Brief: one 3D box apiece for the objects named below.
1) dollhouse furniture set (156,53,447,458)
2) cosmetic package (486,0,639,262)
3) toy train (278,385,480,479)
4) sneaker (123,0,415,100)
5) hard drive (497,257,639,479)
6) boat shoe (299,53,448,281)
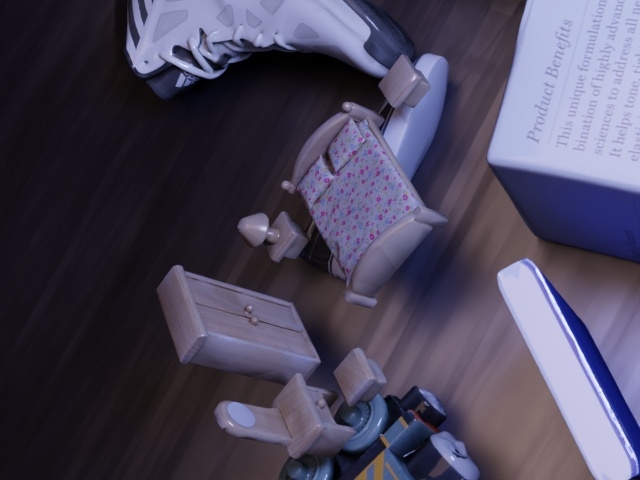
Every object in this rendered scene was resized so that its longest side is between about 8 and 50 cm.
[{"bbox_3d":[0.000,0.000,1.161,0.355,0.174,0.303,-52,41,24],"label":"dollhouse furniture set"},{"bbox_3d":[0.420,-0.147,1.096,0.393,0.327,0.329,14,82,23],"label":"cosmetic package"},{"bbox_3d":[0.031,0.316,1.208,0.334,0.142,0.190,-45,36,4],"label":"toy train"},{"bbox_3d":[-0.091,-0.261,1.439,0.447,0.169,0.257,38,101,33],"label":"sneaker"},{"bbox_3d":[0.267,0.147,1.085,0.040,0.318,0.210,-29,68,13],"label":"hard drive"},{"bbox_3d":[0.061,-0.100,1.353,0.102,0.108,0.301,25,94,23],"label":"boat shoe"}]
